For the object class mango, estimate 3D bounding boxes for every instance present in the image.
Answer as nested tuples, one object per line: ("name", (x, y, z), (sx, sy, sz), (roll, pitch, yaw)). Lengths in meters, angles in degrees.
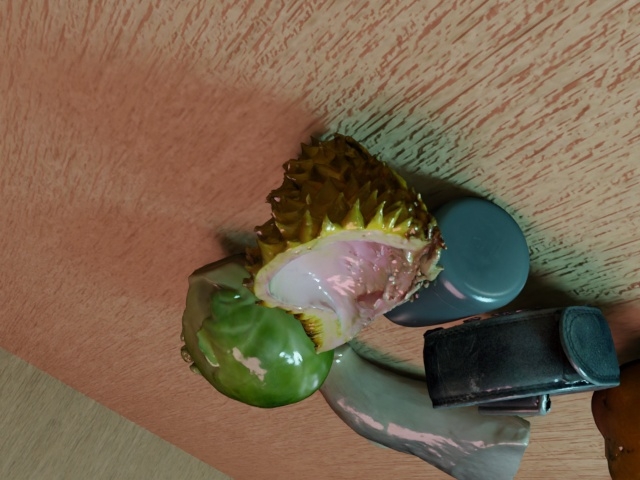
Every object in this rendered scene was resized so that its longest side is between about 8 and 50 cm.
("mango", (0.426, 0.210, 0.842), (0.201, 0.152, 0.287), (37, 148, -13))

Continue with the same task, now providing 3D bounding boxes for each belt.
("belt", (0.226, 0.140, 0.852), (0.207, 0.116, 0.267), (-5, 166, -5))

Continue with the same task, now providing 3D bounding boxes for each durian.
("durian", (0.001, -0.013, 0.810), (0.186, 0.195, 0.305), (-1, 156, -12))

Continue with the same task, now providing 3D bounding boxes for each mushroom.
("mushroom", (0.135, 0.270, 1.231), (0.397, 0.126, 0.177), (19, 141, 15))

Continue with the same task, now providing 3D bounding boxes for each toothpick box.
("toothpick box", (0.132, 0.034, 0.836), (0.120, 0.120, 0.184), (32, 154, -11))

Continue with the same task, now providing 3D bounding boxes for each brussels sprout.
("brussels sprout", (-0.094, 0.135, 1.108), (0.244, 0.244, 0.244), (20, 152, 12))

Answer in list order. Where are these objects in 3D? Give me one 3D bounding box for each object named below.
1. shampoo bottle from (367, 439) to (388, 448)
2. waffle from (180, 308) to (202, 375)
("shampoo bottle", (0.090, 0.338, 1.459), (0.072, 0.049, 0.212), (11, 149, 34))
("waffle", (-0.157, 0.157, 1.241), (0.036, 0.169, 0.183), (-20, 139, 33))
